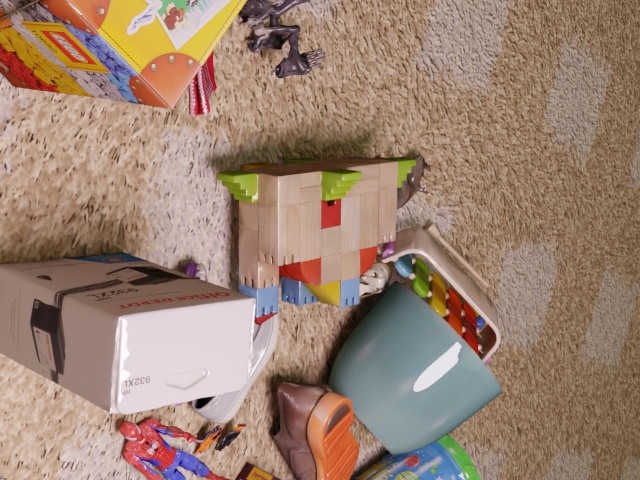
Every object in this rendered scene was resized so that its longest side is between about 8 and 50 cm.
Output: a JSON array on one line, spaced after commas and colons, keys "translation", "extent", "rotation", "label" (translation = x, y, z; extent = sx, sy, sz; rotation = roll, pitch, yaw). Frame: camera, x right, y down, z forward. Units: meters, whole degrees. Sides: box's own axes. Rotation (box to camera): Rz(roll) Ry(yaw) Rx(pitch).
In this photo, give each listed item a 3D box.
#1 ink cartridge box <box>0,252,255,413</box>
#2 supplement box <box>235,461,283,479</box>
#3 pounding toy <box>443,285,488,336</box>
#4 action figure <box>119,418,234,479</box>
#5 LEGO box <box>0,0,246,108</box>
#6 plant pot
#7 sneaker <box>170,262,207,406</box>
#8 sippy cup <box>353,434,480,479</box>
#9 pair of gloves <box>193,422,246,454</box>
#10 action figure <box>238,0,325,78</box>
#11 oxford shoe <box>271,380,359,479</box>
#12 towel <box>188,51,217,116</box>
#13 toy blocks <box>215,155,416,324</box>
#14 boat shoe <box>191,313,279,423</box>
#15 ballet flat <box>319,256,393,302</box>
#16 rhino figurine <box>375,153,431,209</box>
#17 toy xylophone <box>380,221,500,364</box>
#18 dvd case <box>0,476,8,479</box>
[{"translation": [-0.271, 0.113, 1.287], "extent": [0.223, 0.307, 0.129], "rotation": [-5, 104, -46], "label": "ink cartridge box"}, {"translation": [-0.130, 0.507, 1.693], "extent": [0.188, 0.104, 0.081], "rotation": [-56, 134, -20], "label": "supplement box"}, {"translation": [0.302, 0.173, 2.056], "extent": [0.130, 0.100, 0.141], "rotation": [-45, 129, -29], "label": "pounding toy"}, {"translation": [-0.217, 0.377, 1.549], "extent": [0.280, 0.139, 0.091], "rotation": [49, 65, -39], "label": "action figure"}, {"translation": [-0.211, -0.427, 1.155], "extent": [0.193, 0.373, 0.500], "rotation": [46, 68, -42], "label": "LEGO box"}, {"translation": [0.158, 0.263, 1.809], "extent": [0.235, 0.293, 0.293], "rotation": [-43, 131, -5], "label": "plant pot"}, {"translation": [-0.240, 0.138, 1.488], "extent": [0.095, 0.105, 0.236], "rotation": [86, 15, -63], "label": "sneaker"}, {"translation": [0.179, 0.532, 1.954], "extent": [0.224, 0.240, 0.305], "rotation": [-19, 71, -31], "label": "sippy cup"}, {"translation": [-0.175, 0.342, 1.645], "extent": [0.083, 0.010, 0.074], "rotation": [6, 131, -49], "label": "pair of gloves"}, {"translation": [-0.078, -0.375, 1.443], "extent": [0.141, 0.164, 0.275], "rotation": [-37, 151, -4], "label": "action figure"}, {"translation": [-0.014, 0.386, 1.782], "extent": [0.130, 0.133, 0.363], "rotation": [-45, 148, -37], "label": "oxford shoe"}, {"translation": [-0.169, -0.290, 1.355], "extent": [0.031, 0.275, 0.198], "rotation": [-1, 106, -4], "label": "towel"}, {"translation": [0.000, 0.000, 1.621], "extent": [0.381, 0.191, 0.260], "rotation": [-12, 107, -44], "label": "toy blocks"}, {"translation": [-0.146, 0.200, 1.610], "extent": [0.081, 0.079, 0.227], "rotation": [35, 78, -50], "label": "boat shoe"}, {"translation": [0.079, 0.084, 1.819], "extent": [0.232, 0.073, 0.080], "rotation": [-15, 112, -44], "label": "ballet flat"}, {"translation": [0.135, -0.107, 1.828], "extent": [0.243, 0.073, 0.106], "rotation": [-23, 113, -42], "label": "rhino figurine"}, {"translation": [0.254, 0.091, 1.896], "extent": [0.322, 0.081, 0.236], "rotation": [49, 20, -5], "label": "toy xylophone"}, {"translation": [-0.425, 0.402, 1.380], "extent": [0.013, 0.087, 0.119], "rotation": [-31, 136, 14], "label": "dvd case"}]
